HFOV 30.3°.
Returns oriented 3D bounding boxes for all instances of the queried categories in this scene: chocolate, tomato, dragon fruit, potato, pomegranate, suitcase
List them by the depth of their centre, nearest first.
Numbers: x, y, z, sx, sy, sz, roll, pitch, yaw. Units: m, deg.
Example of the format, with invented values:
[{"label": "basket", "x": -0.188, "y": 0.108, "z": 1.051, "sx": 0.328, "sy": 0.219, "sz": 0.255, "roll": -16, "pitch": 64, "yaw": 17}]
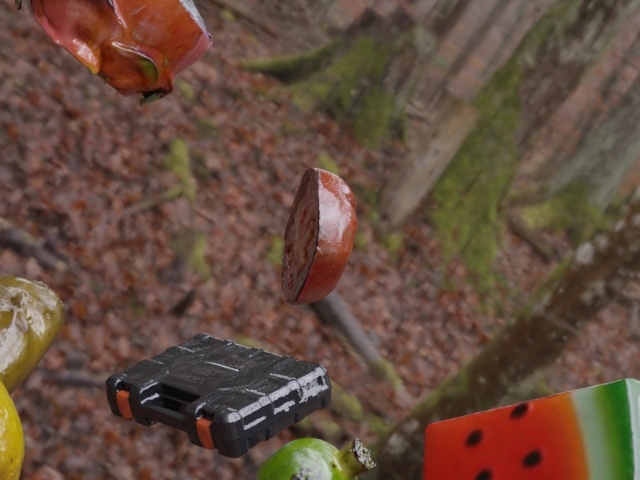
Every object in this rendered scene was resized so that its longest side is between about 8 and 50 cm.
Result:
[{"label": "chocolate", "x": 0.280, "y": 0.360, "z": 1.409, "sx": 0.161, "sy": 0.341, "sz": 0.360, "roll": 35, "pitch": 48, "yaw": -38}, {"label": "pomegranate", "x": -0.010, "y": 0.331, "z": 1.541, "sx": 0.143, "sy": 0.169, "sz": 0.122, "roll": 56, "pitch": 34, "yaw": -12}, {"label": "dragon fruit", "x": -0.291, "y": -0.317, "z": 1.653, "sx": 0.291, "sy": 0.189, "sz": 0.290, "roll": 48, "pitch": 5, "yaw": -5}, {"label": "suitcase", "x": -0.147, "y": 0.212, "z": 1.672, "sx": 0.285, "sy": 0.066, "sz": 0.206, "roll": 10, "pitch": 25, "yaw": 44}, {"label": "potato", "x": -0.508, "y": 0.173, "z": 1.684, "sx": 0.195, "sy": 0.176, "sz": 0.369, "roll": 16, "pitch": 35, "yaw": 13}, {"label": "tomato", "x": 0.002, "y": 0.000, "z": 1.860, "sx": 0.085, "sy": 0.225, "sz": 0.225, "roll": 13, "pitch": 13, "yaw": -15}]

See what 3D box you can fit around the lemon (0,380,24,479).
[{"label": "lemon", "x": -0.452, "y": 0.216, "z": 1.296, "sx": 0.263, "sy": 0.236, "sz": 0.236, "roll": -7, "pitch": -16, "yaw": 31}]
